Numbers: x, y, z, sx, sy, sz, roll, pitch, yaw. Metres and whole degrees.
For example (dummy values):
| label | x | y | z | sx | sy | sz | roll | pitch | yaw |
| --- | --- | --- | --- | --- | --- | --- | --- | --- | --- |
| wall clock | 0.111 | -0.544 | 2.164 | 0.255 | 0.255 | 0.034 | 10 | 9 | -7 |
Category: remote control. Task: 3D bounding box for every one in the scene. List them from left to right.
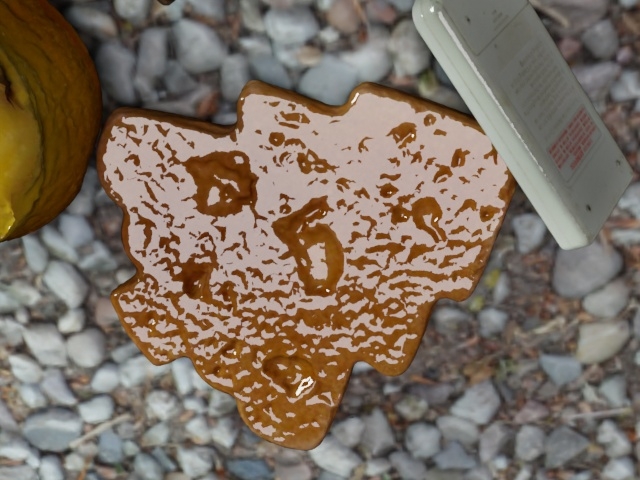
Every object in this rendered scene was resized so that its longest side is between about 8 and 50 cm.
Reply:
| label | x | y | z | sx | sy | sz | roll | pitch | yaw |
| --- | --- | --- | --- | --- | --- | --- | --- | --- | --- |
| remote control | 0.129 | -0.090 | 0.545 | 0.029 | 0.087 | 0.190 | -19 | 113 | 50 |

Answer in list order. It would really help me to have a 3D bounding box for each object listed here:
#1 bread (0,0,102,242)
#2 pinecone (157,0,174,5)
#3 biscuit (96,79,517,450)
| label | x | y | z | sx | sy | sz | roll | pitch | yaw |
| --- | --- | --- | --- | --- | --- | --- | --- | --- | --- |
| bread | -0.270 | -0.101 | 0.534 | 0.270 | 0.142 | 0.195 | 29 | 111 | -8 |
| pinecone | -0.056 | -0.243 | 0.455 | 0.212 | 0.168 | 0.185 | -38 | 126 | 14 |
| biscuit | 0.000 | 0.000 | 0.605 | 0.306 | 0.043 | 0.284 | -24 | 103 | 9 |
